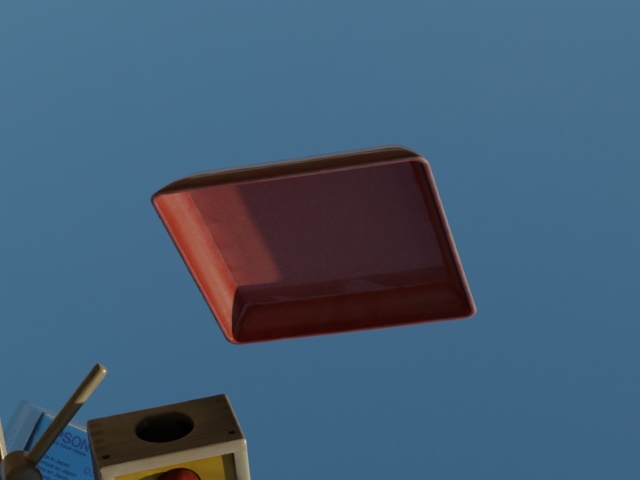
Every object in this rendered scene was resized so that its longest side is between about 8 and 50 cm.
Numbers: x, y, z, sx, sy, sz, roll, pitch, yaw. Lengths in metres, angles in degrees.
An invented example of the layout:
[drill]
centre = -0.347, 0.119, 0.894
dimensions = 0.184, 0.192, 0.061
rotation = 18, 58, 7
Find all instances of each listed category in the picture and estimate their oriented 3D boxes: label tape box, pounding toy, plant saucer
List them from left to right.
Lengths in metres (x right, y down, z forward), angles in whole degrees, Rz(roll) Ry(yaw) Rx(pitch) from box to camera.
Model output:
[label tape box]
centre = -0.253, 0.275, 1.944
dimensions = 0.106, 0.241, 0.334
rotation = -67, -166, -8
[pounding toy]
centre = -0.167, 0.202, 1.446
dimensions = 0.206, 0.181, 0.094
rotation = -10, -154, -12
[plant saucer]
centre = 0.000, 0.000, 1.611
dimensions = 0.258, 0.259, 0.047
rotation = -8, -127, 13

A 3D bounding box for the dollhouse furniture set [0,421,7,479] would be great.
[dollhouse furniture set]
centre = -0.316, 0.244, 1.616
dimensions = 0.123, 0.144, 0.151
rotation = -2, -167, 30
